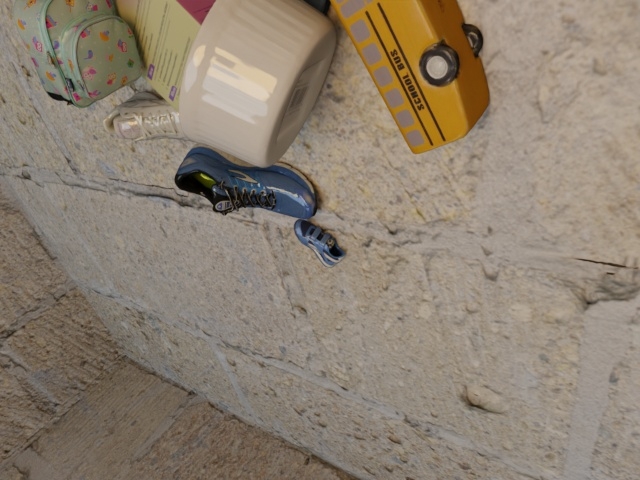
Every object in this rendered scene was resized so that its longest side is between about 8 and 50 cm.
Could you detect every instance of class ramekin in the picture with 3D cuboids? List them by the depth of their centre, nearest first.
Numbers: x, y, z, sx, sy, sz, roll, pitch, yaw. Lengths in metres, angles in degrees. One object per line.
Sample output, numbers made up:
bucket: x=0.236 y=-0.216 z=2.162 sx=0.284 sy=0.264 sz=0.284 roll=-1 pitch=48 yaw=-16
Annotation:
ramekin: x=-0.087 y=-0.250 z=0.695 sx=0.135 sy=0.277 sz=0.277 roll=29 pitch=140 yaw=1

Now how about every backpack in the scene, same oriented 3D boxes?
backpack: x=-0.419 y=-0.348 z=0.776 sx=0.145 sy=0.166 sz=0.188 roll=17 pitch=138 yaw=27

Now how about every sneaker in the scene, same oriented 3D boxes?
sneaker: x=-0.167 y=-0.102 z=0.973 sx=0.330 sy=0.147 sz=0.129 roll=17 pitch=137 yaw=9
sneaker: x=-0.368 y=-0.263 z=1.011 sx=0.305 sy=0.152 sz=0.114 roll=12 pitch=131 yaw=31
sneaker: x=0.000 y=0.000 z=1.022 sx=0.144 sy=0.053 sz=0.059 roll=44 pitch=143 yaw=-15

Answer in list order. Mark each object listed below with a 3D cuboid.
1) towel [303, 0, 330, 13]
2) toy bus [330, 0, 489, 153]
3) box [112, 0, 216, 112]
towel: x=-0.032 y=-0.409 z=0.689 sx=0.119 sy=0.029 sz=0.067 roll=36 pitch=141 yaw=10
toy bus: x=0.118 y=-0.296 z=0.605 sx=0.130 sy=0.108 sz=0.332 roll=-13 pitch=117 yaw=48
box: x=-0.276 y=-0.401 z=0.833 sx=0.243 sy=0.117 sz=0.213 roll=44 pitch=142 yaw=-3
